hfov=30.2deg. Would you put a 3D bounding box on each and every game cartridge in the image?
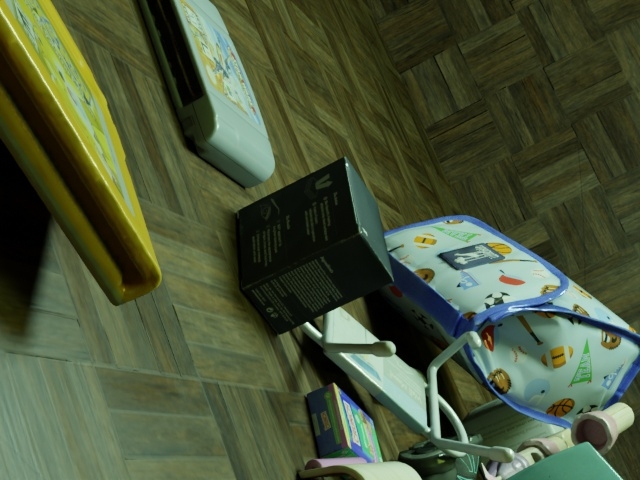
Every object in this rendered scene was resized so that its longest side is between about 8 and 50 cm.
[{"bbox_3d":[-0.149,-0.221,1.549,0.198,0.062,0.297,27,38,-61],"label":"game cartridge"},{"bbox_3d":[-0.226,-0.144,0.934,0.324,0.052,0.285,-114,179,-51],"label":"game cartridge"}]

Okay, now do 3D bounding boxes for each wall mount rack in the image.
[{"bbox_3d":[0.108,0.154,1.481,0.350,0.130,0.304,41,20,-18],"label":"wall mount rack"}]

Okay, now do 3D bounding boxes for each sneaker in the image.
[{"bbox_3d":[0.170,0.333,1.666,0.267,0.101,0.106,3,75,-68],"label":"sneaker"}]

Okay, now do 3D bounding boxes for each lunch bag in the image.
[{"bbox_3d":[0.293,0.120,1.944,0.385,0.239,0.328,21,12,-35],"label":"lunch bag"}]

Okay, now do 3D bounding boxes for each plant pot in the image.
[{"bbox_3d":[0.304,0.388,1.567,0.165,0.234,0.166,49,-2,31],"label":"plant pot"}]

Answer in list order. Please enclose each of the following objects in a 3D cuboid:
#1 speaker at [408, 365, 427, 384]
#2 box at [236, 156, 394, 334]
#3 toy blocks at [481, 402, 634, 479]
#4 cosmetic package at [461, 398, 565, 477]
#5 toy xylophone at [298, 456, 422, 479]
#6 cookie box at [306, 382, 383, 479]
[{"bbox_3d":[0.111,0.204,1.720,0.055,0.055,0.136,68,14,20],"label":"speaker"},{"bbox_3d":[-0.009,0.006,1.419,0.093,0.158,0.156,54,17,-35],"label":"box"},{"bbox_3d":[0.348,0.437,1.779,0.260,0.309,0.289,-13,75,-53],"label":"toy blocks"},{"bbox_3d":[0.365,0.374,2.145,0.184,0.151,0.151,64,15,4],"label":"cosmetic package"},{"bbox_3d":[0.069,0.355,1.204,0.236,0.081,0.323,22,43,-50],"label":"toy xylophone"},{"bbox_3d":[0.031,0.233,1.396,0.107,0.040,0.092,48,21,-45],"label":"cookie box"}]
